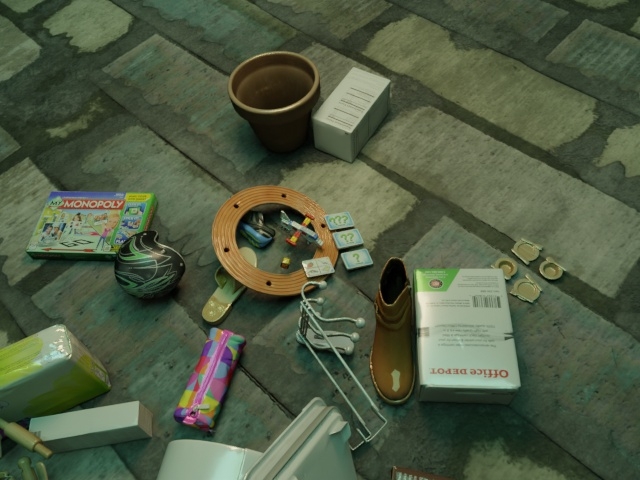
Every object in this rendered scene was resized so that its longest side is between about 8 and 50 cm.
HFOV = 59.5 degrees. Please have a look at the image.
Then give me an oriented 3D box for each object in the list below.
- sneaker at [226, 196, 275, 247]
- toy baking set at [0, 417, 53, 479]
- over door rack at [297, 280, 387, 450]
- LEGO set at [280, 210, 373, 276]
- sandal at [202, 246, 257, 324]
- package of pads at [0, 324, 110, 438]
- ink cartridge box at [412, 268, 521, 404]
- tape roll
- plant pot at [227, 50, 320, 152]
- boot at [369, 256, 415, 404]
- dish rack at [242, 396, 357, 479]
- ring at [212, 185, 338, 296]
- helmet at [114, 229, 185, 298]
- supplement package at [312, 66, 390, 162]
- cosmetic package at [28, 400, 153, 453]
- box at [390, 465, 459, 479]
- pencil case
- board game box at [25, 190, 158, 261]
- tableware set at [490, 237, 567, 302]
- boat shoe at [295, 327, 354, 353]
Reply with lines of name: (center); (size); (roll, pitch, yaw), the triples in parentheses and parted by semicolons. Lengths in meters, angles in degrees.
sneaker: (-0.196, -0.056, 1.551); (0.078, 0.067, 0.188); (-32, 61, -30)
toy baking set: (-0.620, 0.488, 1.175); (0.256, 0.197, 0.030); (17, 15, 20)
over door rack: (0.052, 0.261, 1.176); (0.108, 0.239, 0.324); (-21, 68, -12)
LEGO set: (0.000, 0.000, 1.454); (0.244, 0.060, 0.183); (-10, 58, -21)
sandal: (-0.234, 0.098, 1.435); (0.088, 0.079, 0.240); (16, 59, 16)
package of pads: (-0.653, 0.319, 1.237); (0.296, 0.229, 0.101); (-24, 57, -11)
ink cartridge box: (0.320, 0.215, 1.277); (0.211, 0.122, 0.289); (0, 56, 6)
tape roll: (-0.166, 0.468, 1.056); (0.286, 0.286, 0.100); (8, 57, 10)
plant pot: (-0.125, -0.387, 1.660); (0.262, 0.229, 0.263); (-2, 56, 3)
boot: (0.167, 0.198, 1.244); (0.109, 0.220, 0.284); (6, 57, 9)
dish rack: (-0.006, 0.464, 0.981); (0.072, 0.286, 0.333); (-9, 8, 27)
ring: (-0.116, -0.002, 1.473); (0.336, 0.032, 0.337); (7, 56, -11)
helmet: (-0.435, 0.069, 1.426); (0.169, 0.169, 0.161); (-27, 42, -13)
supplement package: (0.096, -0.380, 1.689); (0.133, 0.139, 0.244); (26, 62, 19)
cosmetic package: (-0.504, 0.414, 1.239); (0.238, 0.099, 0.061); (-9, 53, -1)
box: (0.304, 0.566, 1.036); (0.381, 0.143, 0.191); (9, 57, 13)
pencil case: (-0.250, 0.317, 1.279); (0.104, 0.104, 0.236); (10, 57, 12)
board game box: (-0.643, -0.042, 1.590); (0.317, 0.046, 0.214); (1, 57, 6)
tableware set: (0.523, 0.072, 1.416); (0.168, 0.020, 0.141); (-36, 60, -18)
boat shoe: (0.009, 0.240, 1.336); (0.142, 0.040, 0.049); (14, 63, -2)
